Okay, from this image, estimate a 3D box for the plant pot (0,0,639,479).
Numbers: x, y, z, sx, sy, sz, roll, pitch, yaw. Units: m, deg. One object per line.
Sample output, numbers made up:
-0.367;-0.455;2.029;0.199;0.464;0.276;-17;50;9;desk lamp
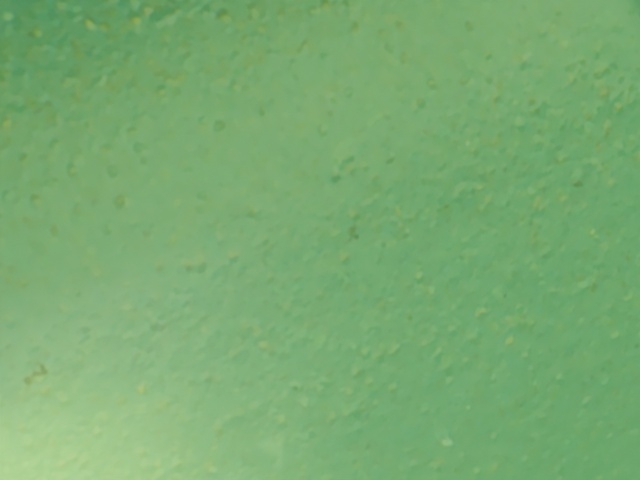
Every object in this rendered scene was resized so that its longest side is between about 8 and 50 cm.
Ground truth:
-0.055;-0.039;0.549;0.247;0.248;0.252;-26;114;-22;plant pot
